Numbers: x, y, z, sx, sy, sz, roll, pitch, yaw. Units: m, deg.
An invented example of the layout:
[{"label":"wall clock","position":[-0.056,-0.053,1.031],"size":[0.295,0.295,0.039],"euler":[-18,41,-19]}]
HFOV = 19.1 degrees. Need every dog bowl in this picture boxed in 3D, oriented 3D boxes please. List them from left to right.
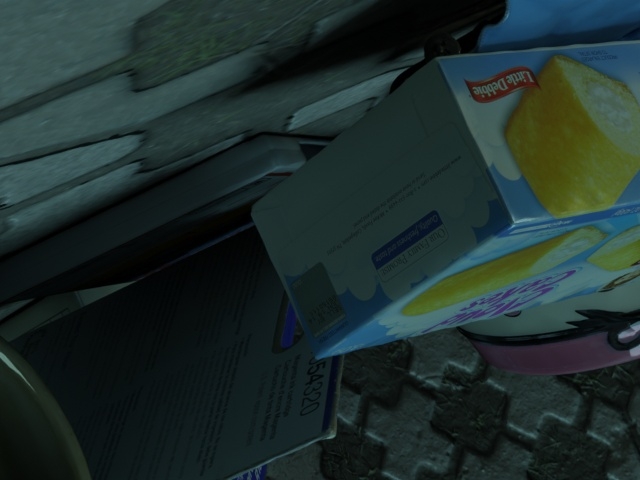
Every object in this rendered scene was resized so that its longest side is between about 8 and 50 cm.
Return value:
[{"label":"dog bowl","position":[0.282,-0.015,1.795],"size":[0.408,0.150,0.408],"euler":[-22,-166,6]}]

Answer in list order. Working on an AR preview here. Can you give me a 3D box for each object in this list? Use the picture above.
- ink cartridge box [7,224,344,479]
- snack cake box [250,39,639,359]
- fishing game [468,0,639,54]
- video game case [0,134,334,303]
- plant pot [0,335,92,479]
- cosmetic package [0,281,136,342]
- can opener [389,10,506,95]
[{"label":"ink cartridge box","position":[-0.102,0.115,1.232],"size":[0.330,0.071,0.324],"euler":[-24,-156,19]},{"label":"snack cake box","position":[0.116,-0.028,0.962],"size":[0.264,0.089,0.152],"euler":[-10,160,-43]},{"label":"fishing game","position":[0.147,-0.131,0.893],"size":[0.189,0.041,0.264],"euler":[-21,166,-21]},{"label":"video game case","position":[-0.085,-0.016,1.263],"size":[0.204,0.025,0.285],"euler":[-25,176,13]},{"label":"plant pot","position":[-0.319,0.201,1.005],"size":[0.280,0.323,0.323],"euler":[-8,-174,32]},{"label":"cosmetic package","position":[-0.208,0.133,1.567],"size":[0.113,0.160,0.309],"euler":[-22,177,-42]},{"label":"can opener","position":[0.122,-0.110,1.035],"size":[0.186,0.059,0.073],"euler":[-34,148,6]}]
